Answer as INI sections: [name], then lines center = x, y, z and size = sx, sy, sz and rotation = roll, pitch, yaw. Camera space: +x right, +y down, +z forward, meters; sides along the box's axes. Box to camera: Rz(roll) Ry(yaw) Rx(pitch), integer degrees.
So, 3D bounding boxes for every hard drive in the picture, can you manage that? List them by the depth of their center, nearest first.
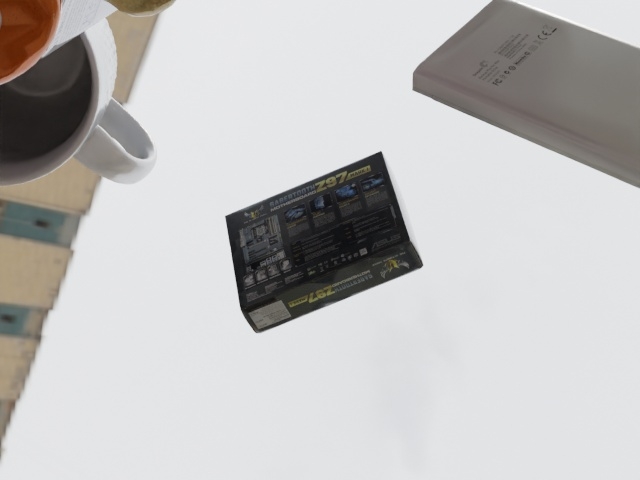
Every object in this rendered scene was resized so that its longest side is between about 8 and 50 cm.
[hard drive]
center = 0.291, -0.183, 1.463
size = 0.308, 0.203, 0.040
rotation = 28, -38, 26

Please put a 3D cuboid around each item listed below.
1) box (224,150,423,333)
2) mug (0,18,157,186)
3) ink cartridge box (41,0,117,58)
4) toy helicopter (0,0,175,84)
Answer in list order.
[box]
center = 0.000, 0.000, 1.594
size = 0.233, 0.059, 0.183
rotation = -22, -137, 7
[mug]
center = -0.379, -0.214, 1.711
size = 0.374, 0.328, 0.276
rotation = 40, -78, -12
[ink cartridge box]
center = -0.233, -0.423, 1.484
size = 0.151, 0.395, 0.270
rotation = 40, -46, 4
[toy helicopter]
center = -0.045, -0.203, 0.548
size = 0.235, 0.355, 0.140
rotation = 106, -31, -41
